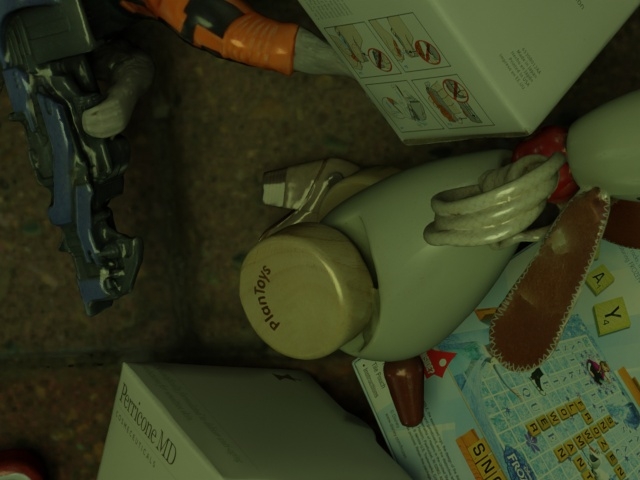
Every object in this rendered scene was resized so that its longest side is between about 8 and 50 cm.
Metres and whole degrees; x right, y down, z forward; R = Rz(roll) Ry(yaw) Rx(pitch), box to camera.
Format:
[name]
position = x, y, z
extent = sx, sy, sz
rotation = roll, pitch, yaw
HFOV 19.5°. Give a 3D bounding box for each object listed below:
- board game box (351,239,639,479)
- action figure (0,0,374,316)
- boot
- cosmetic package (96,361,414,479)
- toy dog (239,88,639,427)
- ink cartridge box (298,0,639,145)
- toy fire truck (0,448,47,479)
[board game box]
position = 0.213, 0.128, 1.172
extent = 0.318, 0.066, 0.318
rotation = -34, 56, 17
[action figure]
position = -0.111, -0.135, 1.236
extent = 0.330, 0.178, 0.341
rotation = -3, 104, 20
[boot]
position = 0.000, 0.000, 1.294
extent = 0.087, 0.042, 0.118
rotation = 6, 110, 3
[cosmetic package]
position = -0.075, 0.286, 1.270
extent = 0.155, 0.197, 0.365
rotation = 5, 106, -28
[toy dog]
position = 0.108, 0.023, 1.128
extent = 0.334, 0.220, 0.161
rotation = -11, 107, 56
[ink cartridge box]
position = 0.079, -0.259, 1.096
extent = 0.272, 0.130, 0.309
rotation = -47, 114, -24
[toy fire truck]
position = -0.293, 0.323, 1.372
extent = 0.254, 0.169, 0.302
rotation = -13, 100, -5
